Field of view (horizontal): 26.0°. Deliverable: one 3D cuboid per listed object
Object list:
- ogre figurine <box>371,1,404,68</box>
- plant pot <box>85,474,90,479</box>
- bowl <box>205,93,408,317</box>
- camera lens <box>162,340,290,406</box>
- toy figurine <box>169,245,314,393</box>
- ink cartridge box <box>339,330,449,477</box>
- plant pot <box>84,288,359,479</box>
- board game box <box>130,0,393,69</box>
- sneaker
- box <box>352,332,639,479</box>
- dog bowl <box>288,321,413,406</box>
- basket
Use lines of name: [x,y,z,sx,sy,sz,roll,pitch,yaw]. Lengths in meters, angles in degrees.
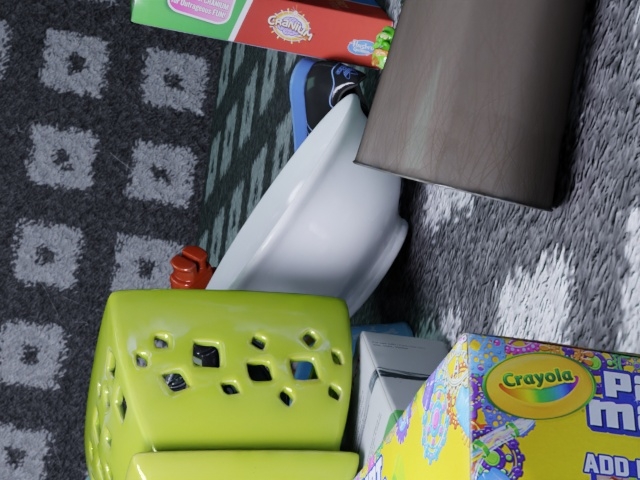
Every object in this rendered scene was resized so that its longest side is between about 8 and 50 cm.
ogre figurine: [0.109,-0.195,1.337,0.197,0.097,0.118,-28,34,57]
plant pot: [-0.103,0.365,1.502,0.235,0.293,0.293,25,107,57]
bowl: [0.000,0.000,1.487,0.298,0.134,0.298,-53,9,12]
camera lens: [-0.166,0.262,2.007,0.274,0.219,0.219,124,153,-65]
toy figurine: [-0.095,0.112,1.816,0.213,0.210,0.148,-105,9,-49]
ink cartridge box: [0.075,0.190,1.205,0.208,0.087,0.153,-110,30,-67]
plant pot: [-0.089,0.194,1.251,0.207,0.228,0.227,-101,20,-44]
board game box: [-0.083,-0.306,1.787,0.242,0.317,0.064,-111,32,-67]
sneaker: [0.022,-0.117,1.733,0.081,0.090,0.232,-49,-37,-40]
box: [0.113,0.242,0.746,0.290,0.177,0.279,116,159,-58]
dog bowl: [0.026,0.175,1.495,0.297,0.074,0.166,138,140,-71]
basket: [0.127,-0.150,1.068,0.204,0.154,0.227,-145,67,-76]
